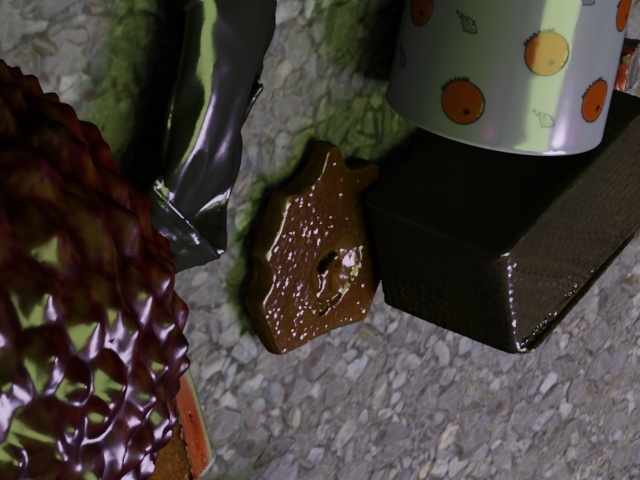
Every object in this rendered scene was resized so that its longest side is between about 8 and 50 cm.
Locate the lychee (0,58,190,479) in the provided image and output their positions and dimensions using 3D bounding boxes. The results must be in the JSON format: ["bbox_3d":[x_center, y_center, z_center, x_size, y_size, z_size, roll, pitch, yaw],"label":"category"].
[{"bbox_3d":[-0.293,0.093,1.327,0.424,0.424,0.500,-23,103,-36],"label":"lychee"}]

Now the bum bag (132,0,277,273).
[{"bbox_3d":[-0.105,-0.122,1.649,0.142,0.079,0.326,-2,112,-54],"label":"bum bag"}]

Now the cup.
[{"bbox_3d":[0.192,-0.262,1.763,0.212,0.212,0.317,-12,121,-42],"label":"cup"}]

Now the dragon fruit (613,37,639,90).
[{"bbox_3d":[0.314,-0.194,2.057,0.083,0.060,0.056,-41,138,-62],"label":"dragon fruit"}]

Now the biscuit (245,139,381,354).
[{"bbox_3d":[-0.002,-0.001,1.860,0.182,0.034,0.215,-22,126,-40],"label":"biscuit"}]

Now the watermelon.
[{"bbox_3d":[-0.183,0.184,1.747,0.145,0.137,0.193,-17,133,4],"label":"watermelon"}]

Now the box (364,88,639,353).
[{"bbox_3d":[0.198,-0.038,1.905,0.273,0.184,0.143,-44,139,-32],"label":"box"}]
